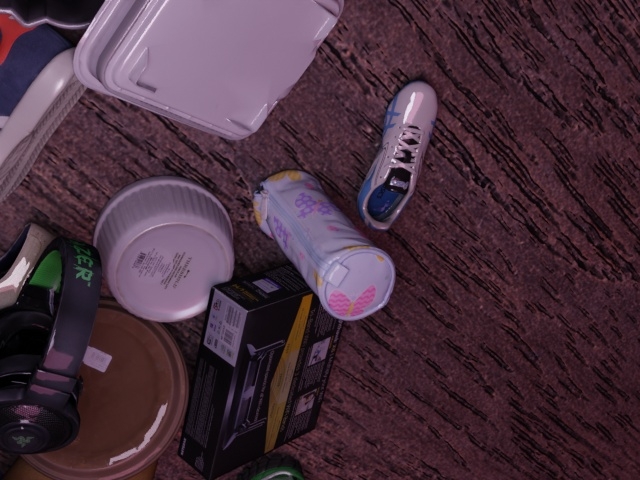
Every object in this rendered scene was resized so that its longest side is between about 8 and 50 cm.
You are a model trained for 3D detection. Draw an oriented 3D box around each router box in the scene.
[{"bbox_3d":[-0.081,0.189,1.586,0.243,0.081,0.308,-16,128,-47],"label":"router box"}]

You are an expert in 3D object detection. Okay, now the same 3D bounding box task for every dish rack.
[{"bbox_3d":[-0.118,-0.259,1.307,0.285,0.072,0.333,-53,149,14],"label":"dish rack"}]

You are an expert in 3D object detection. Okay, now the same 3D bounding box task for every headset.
[{"bbox_3d":[-0.356,0.189,1.336,0.185,0.243,0.394,21,107,-26],"label":"headset"}]

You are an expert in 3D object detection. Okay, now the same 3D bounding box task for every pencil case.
[{"bbox_3d":[0.000,0.000,1.460,0.113,0.273,0.124,-42,129,1],"label":"pencil case"}]

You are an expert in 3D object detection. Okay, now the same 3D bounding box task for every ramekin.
[{"bbox_3d":[-0.221,0.022,1.496,0.207,0.109,0.207,-8,121,-13],"label":"ramekin"}]

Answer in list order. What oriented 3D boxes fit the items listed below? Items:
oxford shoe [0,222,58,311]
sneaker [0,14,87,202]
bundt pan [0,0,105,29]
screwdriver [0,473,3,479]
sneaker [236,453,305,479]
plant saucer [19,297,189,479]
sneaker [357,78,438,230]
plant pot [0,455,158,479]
[{"bbox_3d":[-0.509,0.127,1.459,0.397,0.140,0.146,-41,119,-5],"label":"oxford shoe"},{"bbox_3d":[-0.438,-0.153,1.335,0.148,0.131,0.350,44,113,-1],"label":"sneaker"},{"bbox_3d":[-0.311,-0.422,1.206,0.331,0.124,0.330,-8,121,-13],"label":"bundt pan"},{"bbox_3d":[-0.502,0.394,1.671,0.025,0.024,0.170,-16,129,26],"label":"screwdriver"},{"bbox_3d":[-0.161,0.518,1.775,0.343,0.146,0.134,-43,122,10],"label":"sneaker"},{"bbox_3d":[-0.332,0.216,1.507,0.278,0.041,0.277,1,76,-2],"label":"plant saucer"},{"bbox_3d":[0.121,-0.121,1.536,0.085,0.086,0.237,10,114,-21],"label":"sneaker"},{"bbox_3d":[-0.352,0.347,1.592,0.237,0.237,0.254,28,93,-28],"label":"plant pot"}]
